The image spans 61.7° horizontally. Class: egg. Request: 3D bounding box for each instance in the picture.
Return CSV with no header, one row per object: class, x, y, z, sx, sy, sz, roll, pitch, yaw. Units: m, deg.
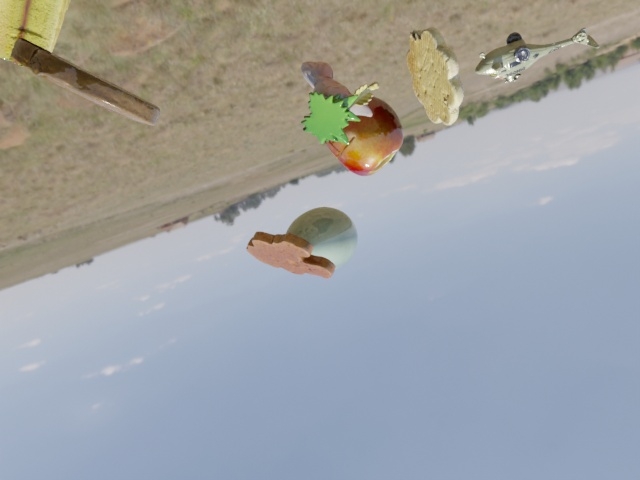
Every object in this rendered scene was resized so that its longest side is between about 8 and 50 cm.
egg,0.000,0.000,1.863,0.230,0.230,0.371,-15,-179,26

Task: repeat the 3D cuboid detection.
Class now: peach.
peach,0.136,-0.368,1.792,0.245,0.275,0.248,-45,178,8

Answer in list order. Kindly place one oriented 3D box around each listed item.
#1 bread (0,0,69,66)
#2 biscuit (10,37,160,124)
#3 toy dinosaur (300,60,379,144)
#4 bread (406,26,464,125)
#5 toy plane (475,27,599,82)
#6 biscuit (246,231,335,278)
bread,-0.824,-0.632,1.525,0.167,0.264,0.163,17,-168,-20
biscuit,-0.557,-0.372,1.264,0.381,0.074,0.359,26,-177,18
toy dinosaur,0.027,-0.313,1.212,0.194,0.152,0.177,17,-130,7
bread,0.350,-0.501,1.637,0.054,0.316,0.316,-22,-172,-9
toy plane,0.528,-0.462,1.327,0.286,0.108,0.092,-18,-139,15
biscuit,-0.099,0.036,1.556,0.334,0.202,0.047,0,-124,52
